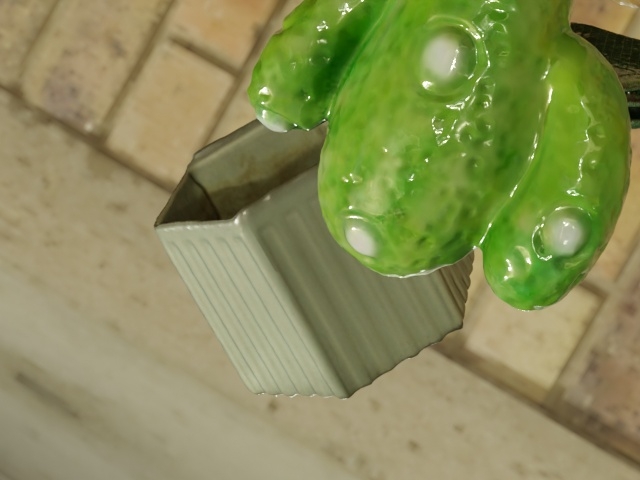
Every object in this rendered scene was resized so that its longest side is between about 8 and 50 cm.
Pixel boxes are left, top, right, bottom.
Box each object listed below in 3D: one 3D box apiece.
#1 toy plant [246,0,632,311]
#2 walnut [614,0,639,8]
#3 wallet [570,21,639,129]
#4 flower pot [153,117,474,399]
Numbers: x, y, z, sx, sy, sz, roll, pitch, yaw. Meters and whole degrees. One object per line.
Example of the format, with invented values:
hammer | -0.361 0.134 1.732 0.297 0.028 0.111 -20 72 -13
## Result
toy plant | 0.083 -0.129 0.914 0.184 0.224 0.316 -3 -69 -72
walnut | 0.253 -0.274 1.397 0.149 0.166 0.166 -26 8 32
wallet | 0.184 -0.115 1.160 0.160 0.236 0.055 -8 -70 -24
flower pot | 0.000 0.000 1.417 0.209 0.189 0.239 -20 21 21
